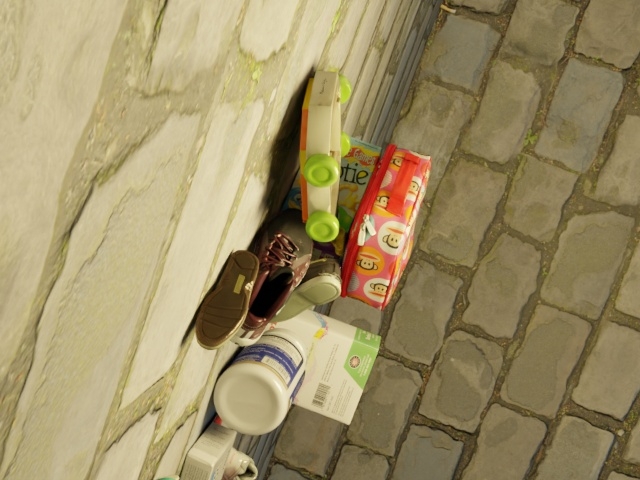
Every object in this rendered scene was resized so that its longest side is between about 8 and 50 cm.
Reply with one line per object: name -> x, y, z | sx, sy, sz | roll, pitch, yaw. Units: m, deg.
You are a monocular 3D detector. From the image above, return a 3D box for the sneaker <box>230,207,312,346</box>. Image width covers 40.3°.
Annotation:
sneaker -> -0.064, 0.045, 1.491 | 0.162, 0.106, 0.281 | -41, -158, 61

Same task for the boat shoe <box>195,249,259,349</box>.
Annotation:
boat shoe -> -0.147, 0.104, 1.362 | 0.072, 0.068, 0.190 | -58, -176, 47

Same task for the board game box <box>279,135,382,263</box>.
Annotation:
board game box -> 0.009, -0.066, 1.760 | 0.142, 0.144, 0.275 | 91, 20, -71

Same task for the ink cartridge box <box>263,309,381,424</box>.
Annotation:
ink cartridge box -> -0.023, 0.279, 2.044 | 0.117, 0.278, 0.201 | -57, 167, -77

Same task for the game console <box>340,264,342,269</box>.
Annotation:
game console -> 0.098, 0.009, 2.383 | 0.213, 0.044, 0.361 | -43, -167, 23

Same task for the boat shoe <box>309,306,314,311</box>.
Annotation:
boat shoe -> -0.071, 0.175, 2.275 | 0.226, 0.083, 0.076 | 122, -15, -47

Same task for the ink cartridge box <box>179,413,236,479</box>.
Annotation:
ink cartridge box -> -0.248, 0.517, 1.866 | 0.261, 0.066, 0.296 | -51, 162, -68

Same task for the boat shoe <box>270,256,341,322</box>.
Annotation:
boat shoe -> -0.055, 0.095, 1.642 | 0.081, 0.227, 0.069 | 42, 40, -38

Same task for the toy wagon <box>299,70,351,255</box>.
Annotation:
toy wagon -> 0.010, -0.116, 1.530 | 0.267, 0.068, 0.344 | -80, 172, -49

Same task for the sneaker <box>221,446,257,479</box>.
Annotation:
sneaker -> -0.209, 0.556, 2.101 | 0.232, 0.115, 0.090 | 97, 16, -68

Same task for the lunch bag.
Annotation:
lunch bag -> 0.131, -0.040, 1.668 | 0.293, 0.120, 0.258 | -65, 172, -45

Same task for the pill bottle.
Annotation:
pill bottle -> -0.114, 0.285, 1.830 | 0.265, 0.153, 0.153 | -49, 160, -72

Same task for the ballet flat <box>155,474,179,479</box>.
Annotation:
ballet flat -> -0.258, 0.461, 1.532 | 0.247, 0.083, 0.087 | 103, -4, -65
